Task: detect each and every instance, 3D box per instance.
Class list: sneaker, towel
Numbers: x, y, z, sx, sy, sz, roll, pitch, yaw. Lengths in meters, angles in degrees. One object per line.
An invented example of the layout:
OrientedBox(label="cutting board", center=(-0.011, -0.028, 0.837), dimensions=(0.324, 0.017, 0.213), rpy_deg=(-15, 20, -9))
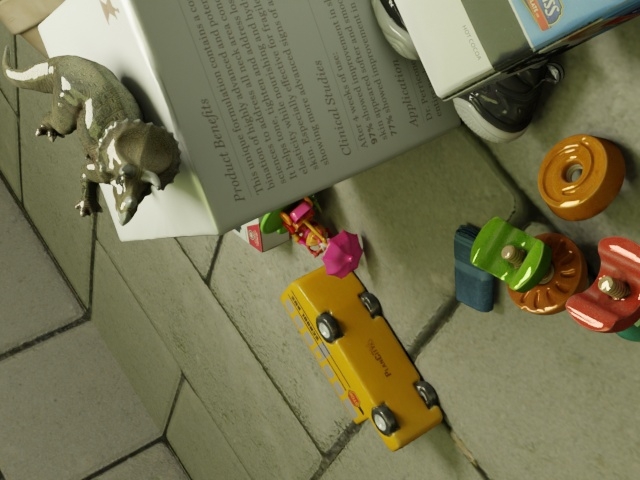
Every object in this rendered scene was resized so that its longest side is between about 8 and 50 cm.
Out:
OrientedBox(label="sneaker", center=(0.174, -0.252, 1.038), dimensions=(0.268, 0.101, 0.153), rpy_deg=(52, 148, 10))
OrientedBox(label="towel", center=(0.218, 0.040, 1.258), dimensions=(0.067, 0.029, 0.119), rpy_deg=(31, 136, 45))

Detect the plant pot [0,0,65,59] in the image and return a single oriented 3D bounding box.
OrientedBox(label="plant pot", center=(-0.386, -0.397, 1.652), dimensions=(0.323, 0.323, 0.280), rpy_deg=(7, 134, 56))

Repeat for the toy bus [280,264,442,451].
OrientedBox(label="toy bus", center=(0.067, 0.199, 1.543), dimensions=(0.332, 0.108, 0.130), rpy_deg=(58, 150, 11))

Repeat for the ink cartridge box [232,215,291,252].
OrientedBox(label="ink cartridge box", center=(-0.139, -0.074, 1.699), dimensions=(0.175, 0.072, 0.127), rpy_deg=(32, 138, 43))

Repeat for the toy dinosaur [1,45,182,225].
OrientedBox(label="toy dinosaur", center=(-0.250, -0.134, 1.019), dimensions=(0.313, 0.121, 0.160), rpy_deg=(57, 137, 21))

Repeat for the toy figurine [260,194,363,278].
OrientedBox(label="toy figurine", center=(0.000, 0.000, 1.516), dimensions=(0.159, 0.130, 0.173), rpy_deg=(45, 169, 13))

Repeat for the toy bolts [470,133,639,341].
OrientedBox(label="toy bolts", center=(0.326, 0.018, 1.015), dimensions=(0.218, 0.159, 0.228), rpy_deg=(-59, 39, 10))

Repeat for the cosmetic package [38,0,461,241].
OrientedBox(label="cosmetic package", center=(-0.098, -0.220, 1.194), dimensions=(0.327, 0.394, 0.329), rpy_deg=(-3, 109, 59))

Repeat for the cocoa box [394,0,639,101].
OrientedBox(label="cocoa box", center=(0.171, -0.337, 0.780), dimensions=(0.228, 0.231, 0.347), rpy_deg=(-23, 93, 38))
